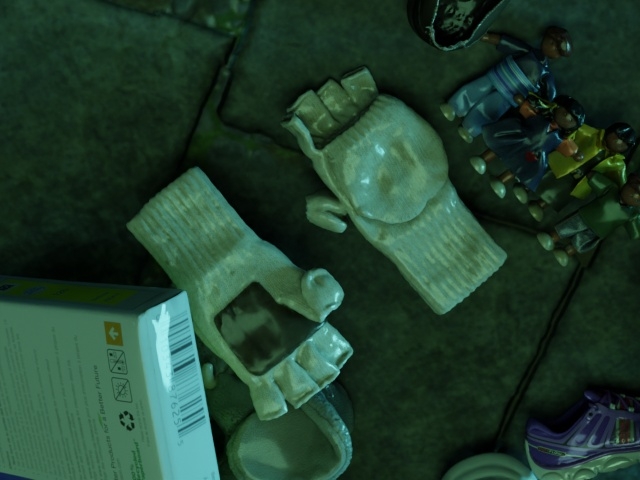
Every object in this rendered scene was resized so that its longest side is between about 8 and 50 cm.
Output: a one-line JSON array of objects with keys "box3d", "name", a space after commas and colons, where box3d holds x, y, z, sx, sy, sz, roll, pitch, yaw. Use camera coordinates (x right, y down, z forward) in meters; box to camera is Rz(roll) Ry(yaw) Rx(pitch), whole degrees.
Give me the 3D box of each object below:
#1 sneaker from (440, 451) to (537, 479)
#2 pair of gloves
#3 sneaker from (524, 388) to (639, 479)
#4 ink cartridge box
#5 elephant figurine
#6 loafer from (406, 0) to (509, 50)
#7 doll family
[{"box3d": [0.185, 0.331, 1.621, 0.114, 0.152, 0.305, -27, 117, 10], "name": "sneaker"}, {"box3d": [0.000, 0.000, 1.449, 0.240, 0.042, 0.204, -33, 97, 0], "name": "pair of gloves"}, {"box3d": [0.252, 0.151, 1.576, 0.170, 0.068, 0.071, -17, 99, 1], "name": "sneaker"}, {"box3d": [-0.208, 0.179, 1.501, 0.307, 0.072, 0.303, 5, 112, 41], "name": "ink cartridge box"}, {"box3d": [-0.041, 0.157, 1.531, 0.186, 0.169, 0.239, 9, 105, -38], "name": "elephant figurine"}, {"box3d": [0.137, -0.221, 1.358, 0.080, 0.078, 0.220, 21, 116, -12], "name": "loafer"}, {"box3d": [0.181, -0.078, 1.443, 0.111, 0.076, 0.193, -37, 110, 23], "name": "doll family"}]
